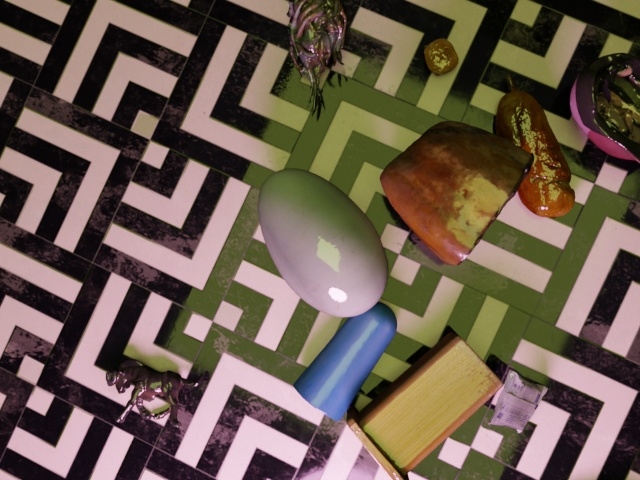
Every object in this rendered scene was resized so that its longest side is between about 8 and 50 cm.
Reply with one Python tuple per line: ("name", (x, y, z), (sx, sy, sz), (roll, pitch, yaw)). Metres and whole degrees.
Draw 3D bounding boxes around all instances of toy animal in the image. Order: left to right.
("toy animal", (-0.395, 0.353, 1.608), (0.233, 0.084, 0.147), (1, 86, 9))

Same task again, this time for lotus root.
("lotus root", (0.286, -0.122, 1.462), (0.250, 0.316, 0.316), (41, 92, 11))

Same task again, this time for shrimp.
("shrimp", (-0.024, -0.487, 1.567), (0.172, 0.137, 0.371), (3, 80, -33))

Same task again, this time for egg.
("egg", (0.000, 0.000, 1.510), (0.230, 0.230, 0.370), (-36, 78, 3))

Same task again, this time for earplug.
("earplug", (0.070, 0.257, 1.547), (0.132, 0.132, 0.272), (36, 88, 6))

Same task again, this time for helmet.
("helmet", (0.648, -0.280, 1.498), (0.198, 0.154, 0.253), (-39, 103, -16))

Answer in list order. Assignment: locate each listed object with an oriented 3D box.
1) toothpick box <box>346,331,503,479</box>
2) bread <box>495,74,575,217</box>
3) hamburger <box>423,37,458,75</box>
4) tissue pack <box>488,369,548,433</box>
("toothpick box", (0.229, 0.358, 1.501), (0.308, 0.187, 0.190), (-41, 84, -1))
("bread", (0.476, -0.214, 1.543), (0.124, 0.084, 0.343), (-18, 85, 5))
("hamburger", (0.280, -0.427, 1.592), (0.076, 0.044, 0.083), (-31, 88, 5))
("tissue pack", (0.429, 0.355, 1.485), (0.026, 0.193, 0.122), (29, 90, 43))
